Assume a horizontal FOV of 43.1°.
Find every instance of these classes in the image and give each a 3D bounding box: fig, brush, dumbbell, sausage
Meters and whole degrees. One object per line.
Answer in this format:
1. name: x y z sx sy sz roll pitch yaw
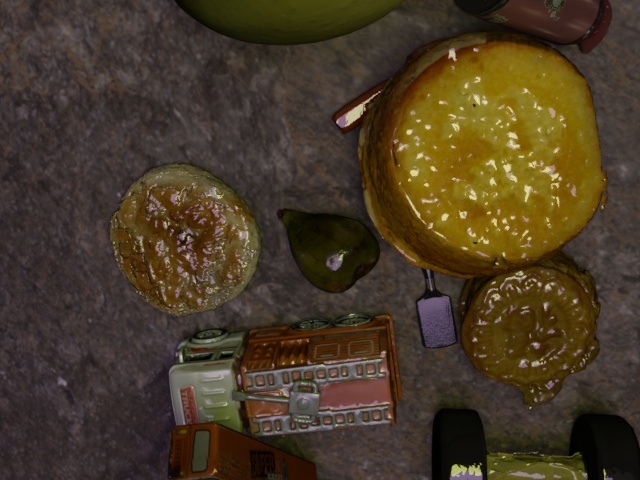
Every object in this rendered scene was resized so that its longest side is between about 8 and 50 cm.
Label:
1. fig: 0.013 0.008 1.383 0.127 0.185 0.133 31 98 -42
2. brush: 0.196 0.096 1.419 0.063 0.016 0.193 -9 101 5
3. dumbbell: 0.356 0.391 1.372 0.323 0.204 0.203 1 101 3
4. sausage: 0.081 -0.227 1.351 0.131 0.039 0.041 -33 93 8

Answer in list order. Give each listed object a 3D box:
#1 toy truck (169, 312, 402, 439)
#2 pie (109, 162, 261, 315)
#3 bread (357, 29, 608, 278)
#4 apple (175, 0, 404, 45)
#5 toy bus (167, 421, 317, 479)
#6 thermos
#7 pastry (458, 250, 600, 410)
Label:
1. toy truck: -0.061 0.240 1.366 0.388 0.207 0.173 -7 100 5
2. pie: -0.237 -0.001 1.409 0.274 0.055 0.274 1 99 8
3. bread: 0.242 -0.137 1.241 0.398 0.215 0.398 0 87 -6
4. apple: -0.041 -0.484 1.111 0.474 0.473 0.473 1 101 3
5. toy bus: -0.112 0.377 1.314 0.092 0.409 0.093 -12 63 18
6. thermos: 0.329 -0.368 1.201 0.109 0.330 0.136 -24 73 43
7. pastry: 0.354 0.126 1.369 0.235 0.132 0.240 39 108 -13
